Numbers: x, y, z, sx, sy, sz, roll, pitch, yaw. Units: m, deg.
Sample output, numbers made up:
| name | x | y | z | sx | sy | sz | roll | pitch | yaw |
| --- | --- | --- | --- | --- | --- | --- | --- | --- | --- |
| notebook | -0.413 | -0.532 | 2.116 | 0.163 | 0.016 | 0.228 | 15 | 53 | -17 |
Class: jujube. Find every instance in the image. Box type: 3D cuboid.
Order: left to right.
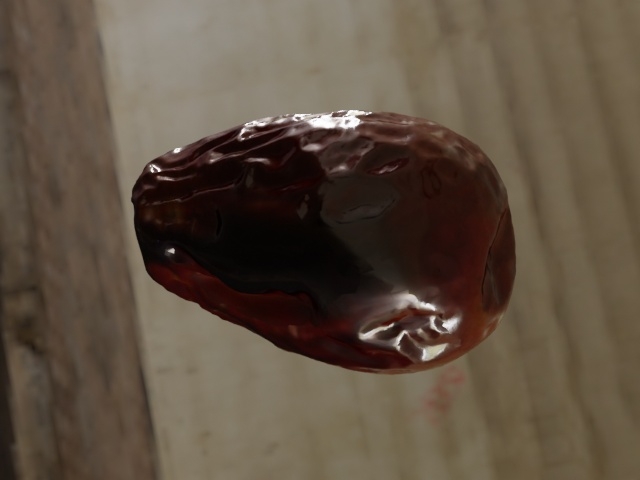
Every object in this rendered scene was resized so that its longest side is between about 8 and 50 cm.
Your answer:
| name | x | y | z | sx | sy | sz | roll | pitch | yaw |
| --- | --- | --- | --- | --- | --- | --- | --- | --- | --- |
| jujube | 0.000 | 0.000 | 1.167 | 0.168 | 0.236 | 0.168 | 4 | 90 | -75 |
